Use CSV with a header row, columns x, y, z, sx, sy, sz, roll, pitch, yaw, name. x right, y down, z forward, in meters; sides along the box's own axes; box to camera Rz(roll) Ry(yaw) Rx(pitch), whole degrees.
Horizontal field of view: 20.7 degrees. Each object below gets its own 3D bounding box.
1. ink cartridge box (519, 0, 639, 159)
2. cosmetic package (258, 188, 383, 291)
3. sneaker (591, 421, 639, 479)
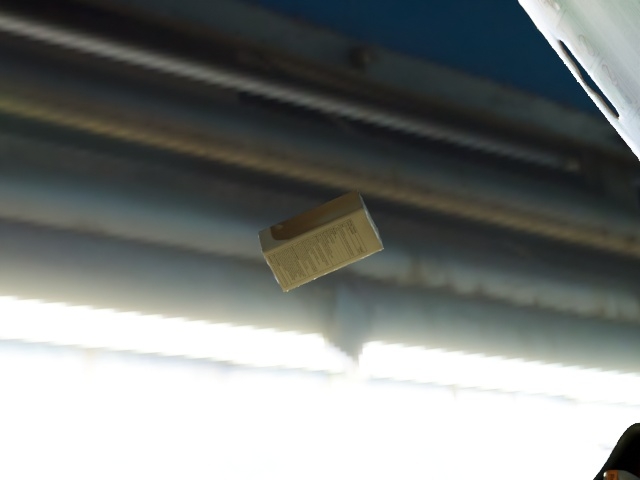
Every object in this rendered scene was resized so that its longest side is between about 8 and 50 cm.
x,y,z,sx,sy,sz,roll,pitch,yaw,name
0.356,-0.245,1.944,0.091,0.308,0.385,-35,-9,-8,ink cartridge box
0.000,0.000,1.803,0.115,0.041,0.060,-23,-57,5,cosmetic package
0.293,0.301,1.765,0.100,0.271,0.108,4,-40,31,sneaker
